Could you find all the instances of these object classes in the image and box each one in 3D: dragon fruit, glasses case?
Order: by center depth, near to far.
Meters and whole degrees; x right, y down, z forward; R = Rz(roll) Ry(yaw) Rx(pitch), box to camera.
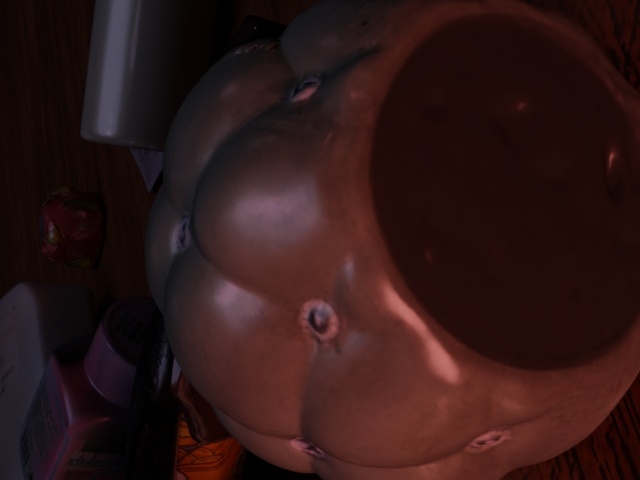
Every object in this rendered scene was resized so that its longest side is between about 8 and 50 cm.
[{"bbox_3d":[-0.091,0.140,0.979,0.321,0.082,0.122,101,177,-50],"label":"glasses case"},{"bbox_3d":[-0.250,-0.017,1.416,0.060,0.056,0.083,-51,41,49],"label":"dragon fruit"}]

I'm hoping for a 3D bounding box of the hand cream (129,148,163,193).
[{"bbox_3d":[-0.164,-0.123,1.291,0.142,0.053,0.084,62,141,23],"label":"hand cream"}]

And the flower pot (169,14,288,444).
[{"bbox_3d":[0.000,0.000,0.841,0.084,0.179,0.250,10,94,25],"label":"flower pot"}]

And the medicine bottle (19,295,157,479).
[{"bbox_3d":[-0.165,0.136,1.153,0.188,0.119,0.094,-61,37,38],"label":"medicine bottle"}]

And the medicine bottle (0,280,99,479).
[{"bbox_3d":[-0.246,0.192,1.317,0.161,0.111,0.296,120,146,-41],"label":"medicine bottle"}]

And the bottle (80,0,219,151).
[{"bbox_3d":[-0.135,-0.197,1.174,0.104,0.104,0.245,16,100,62],"label":"bottle"}]

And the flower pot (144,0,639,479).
[{"bbox_3d":[0.038,0.002,0.662,0.195,0.246,0.246,-28,61,57],"label":"flower pot"}]
